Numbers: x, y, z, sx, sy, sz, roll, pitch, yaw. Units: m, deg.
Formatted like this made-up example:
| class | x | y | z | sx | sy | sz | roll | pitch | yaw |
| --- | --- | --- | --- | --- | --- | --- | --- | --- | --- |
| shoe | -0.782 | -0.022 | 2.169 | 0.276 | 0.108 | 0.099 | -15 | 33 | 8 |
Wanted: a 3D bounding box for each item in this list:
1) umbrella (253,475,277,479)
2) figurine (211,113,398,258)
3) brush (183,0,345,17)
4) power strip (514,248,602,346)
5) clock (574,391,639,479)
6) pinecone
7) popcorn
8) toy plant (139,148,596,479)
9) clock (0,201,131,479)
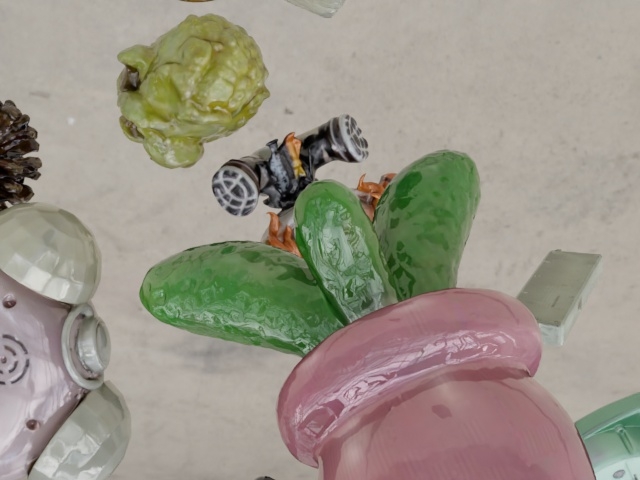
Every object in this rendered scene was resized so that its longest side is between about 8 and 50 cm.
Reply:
| class | x | y | z | sx | sy | sz | roll | pitch | yaw |
| --- | --- | --- | --- | --- | --- | --- | --- | --- | --- |
| umbrella | -0.163 | 0.395 | 0.968 | 0.106 | 0.357 | 0.113 | -5 | 121 | 48 |
| figurine | -0.002 | -0.001 | 1.341 | 0.320 | 0.323 | 0.196 | -24 | -177 | -24 |
| brush | -0.066 | -0.307 | 0.791 | 0.166 | 0.267 | 0.174 | 1 | 120 | -16 |
| power strip | 0.420 | 0.092 | 1.592 | 0.106 | 0.367 | 0.043 | 6 | 112 | 27 |
| clock | 0.313 | 0.256 | 0.966 | 0.210 | 0.066 | 0.159 | -27 | 125 | 9 |
| pinecone | -0.452 | -0.098 | 1.151 | 0.179 | 0.195 | 0.150 | 44 | 180 | -2 |
| popcorn | -0.184 | -0.228 | 1.300 | 0.195 | 0.255 | 0.256 | 54 | 159 | -18 |
| toy plant | 0.036 | 0.100 | 0.688 | 0.317 | 0.356 | 0.211 | -24 | 152 | 0 |
| clock | -0.397 | 0.137 | 1.046 | 0.325 | 0.184 | 0.342 | -8 | 101 | 6 |
